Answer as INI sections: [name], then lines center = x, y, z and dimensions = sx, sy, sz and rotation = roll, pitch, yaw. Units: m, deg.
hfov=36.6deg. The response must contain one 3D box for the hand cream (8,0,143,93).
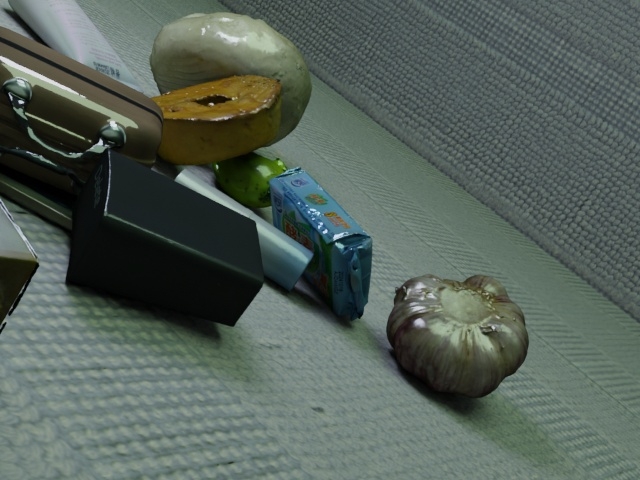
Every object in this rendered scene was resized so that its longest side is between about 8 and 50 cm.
[hand cream]
center = -0.526, -0.433, 2.036
dimensions = 0.358, 0.118, 0.185
rotation = 48, 17, 24

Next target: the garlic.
[garlic]
center = 0.222, 0.159, 1.577
dimensions = 0.245, 0.160, 0.245
rotation = 3, 41, -3

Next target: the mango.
[mango]
center = -0.136, -0.122, 1.824
dimensions = 0.178, 0.100, 0.119
rotation = 35, 25, 35

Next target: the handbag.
[handbag]
center = -0.368, -0.161, 1.342
dimensions = 0.302, 0.149, 0.283
rotation = 27, 18, -22

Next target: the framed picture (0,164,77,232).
[framed picture]
center = -0.317, -0.047, 1.385
dimensions = 0.315, 0.024, 0.232
rotation = 30, 16, -7

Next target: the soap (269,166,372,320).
[soap]
center = 0.000, 0.000, 1.625
dimensions = 0.077, 0.156, 0.293
rotation = -20, 41, -22

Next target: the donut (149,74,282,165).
[donut]
center = -0.198, -0.223, 1.798
dimensions = 0.278, 0.108, 0.277
rotation = -8, 22, 3

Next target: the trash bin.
[trash bin]
center = -0.195, 0.002, 1.241
dimensions = 0.225, 0.115, 0.165
rotation = 22, 29, -24

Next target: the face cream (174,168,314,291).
[face cream]
center = -0.133, -0.016, 1.550
dimensions = 0.250, 0.077, 0.077
rotation = 34, 16, -1

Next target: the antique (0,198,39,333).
[antique]
center = -0.356, 0.033, 0.848
dimensions = 0.152, 0.146, 0.148
rotation = 10, 28, -51

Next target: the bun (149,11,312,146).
[bun]
center = -0.178, -0.359, 2.049
dimensions = 0.362, 0.234, 0.326
rotation = 30, -21, -31
